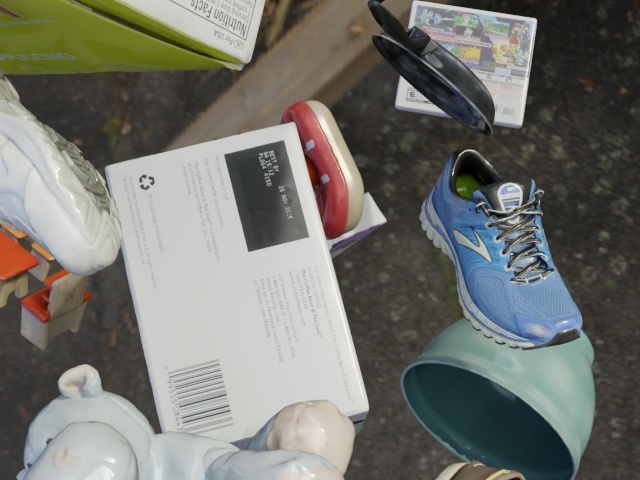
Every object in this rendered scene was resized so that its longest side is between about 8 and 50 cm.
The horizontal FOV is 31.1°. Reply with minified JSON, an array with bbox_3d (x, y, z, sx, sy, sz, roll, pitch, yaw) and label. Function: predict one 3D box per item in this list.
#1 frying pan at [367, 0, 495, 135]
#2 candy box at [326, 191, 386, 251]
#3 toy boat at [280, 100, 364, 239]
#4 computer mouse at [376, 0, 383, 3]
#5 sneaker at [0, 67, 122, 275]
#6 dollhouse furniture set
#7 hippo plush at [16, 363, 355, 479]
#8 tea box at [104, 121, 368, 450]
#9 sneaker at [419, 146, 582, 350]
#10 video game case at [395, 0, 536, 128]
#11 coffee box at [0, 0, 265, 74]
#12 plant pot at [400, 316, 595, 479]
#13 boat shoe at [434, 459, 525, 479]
[{"bbox_3d":[0.112,-0.235,1.415,0.053,0.326,0.197,-50,43,-1],"label":"frying pan"},{"bbox_3d":[0.000,0.000,2.120,0.196,0.165,0.070,-35,83,31],"label":"candy box"},{"bbox_3d":[-0.027,-0.106,1.892,0.151,0.151,0.231,-23,82,-12],"label":"toy boat"},{"bbox_3d":[0.101,-0.388,1.412,0.184,0.060,0.262,-101,8,-45],"label":"computer mouse"},{"bbox_3d":[-0.225,-0.044,0.755,0.115,0.090,0.232,-45,67,0],"label":"sneaker"},{"bbox_3d":[-0.481,0.039,1.793,0.259,0.262,0.135,33,128,21],"label":"dollhouse furniture set"},{"bbox_3d":[-0.125,0.191,0.969,0.234,0.237,0.294,-55,13,19],"label":"hippo plush"},{"bbox_3d":[-0.090,0.083,1.342,0.220,0.323,0.329,-14,75,-3],"label":"tea box"},{"bbox_3d":[0.230,0.003,1.470,0.147,0.130,0.330,100,150,-42],"label":"sneaker"},{"bbox_3d":[0.231,-0.280,1.821,0.201,0.023,0.183,9,77,4],"label":"video game case"},{"bbox_3d":[-0.244,-0.329,0.845,0.338,0.338,0.334,6,80,42],"label":"coffee box"},{"bbox_3d":[0.296,0.212,1.751,0.293,0.293,0.196,13,52,39],"label":"plant pot"},{"bbox_3d":[0.160,0.394,1.459,0.097,0.324,0.116,-10,109,39],"label":"boat shoe"}]
